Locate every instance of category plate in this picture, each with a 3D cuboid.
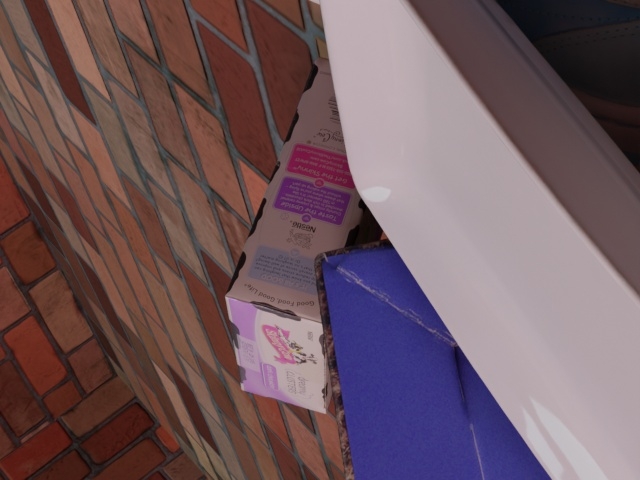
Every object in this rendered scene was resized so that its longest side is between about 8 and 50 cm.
[{"bbox_3d":[0.090,0.013,0.527,0.278,0.045,0.277,56,173,22],"label":"plate"}]

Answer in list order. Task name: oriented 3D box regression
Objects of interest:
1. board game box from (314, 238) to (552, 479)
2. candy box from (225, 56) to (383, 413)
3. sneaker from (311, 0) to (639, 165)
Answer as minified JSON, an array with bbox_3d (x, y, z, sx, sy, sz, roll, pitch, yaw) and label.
[{"bbox_3d":[0.100,0.151,0.788,0.291,0.141,0.232,69,-169,-65],"label":"board game box"},{"bbox_3d":[0.000,0.000,0.898,0.070,0.196,0.165,15,153,8],"label":"candy box"},{"bbox_3d":[0.056,-0.184,0.534,0.319,0.127,0.208,32,157,28],"label":"sneaker"}]
